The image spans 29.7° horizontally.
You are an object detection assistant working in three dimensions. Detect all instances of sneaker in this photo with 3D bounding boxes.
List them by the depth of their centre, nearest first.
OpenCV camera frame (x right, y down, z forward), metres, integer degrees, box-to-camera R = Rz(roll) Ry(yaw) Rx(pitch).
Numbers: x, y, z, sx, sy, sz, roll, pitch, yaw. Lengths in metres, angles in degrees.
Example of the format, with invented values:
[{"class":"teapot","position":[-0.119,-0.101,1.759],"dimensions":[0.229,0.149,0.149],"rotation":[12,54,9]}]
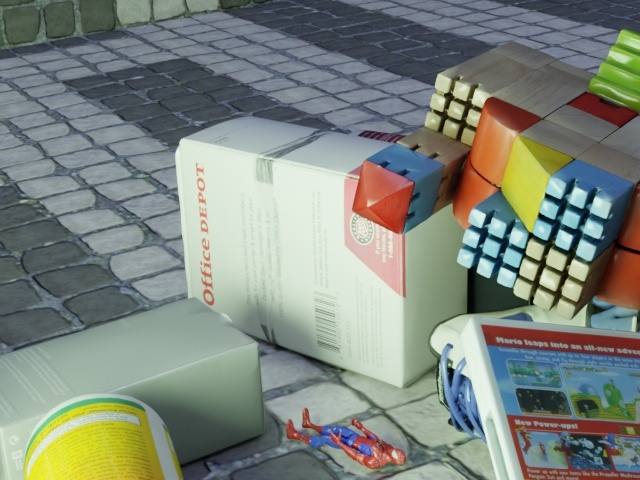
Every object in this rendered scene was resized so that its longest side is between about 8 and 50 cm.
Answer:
[{"class":"sneaker","position":[0.168,0.143,0.986],"dimensions":[0.182,0.128,0.315],"rotation":[-5,24,26]}]

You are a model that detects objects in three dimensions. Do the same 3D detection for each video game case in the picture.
[{"class":"video game case","position":[0.214,0.175,0.785],"dimensions":[0.204,0.025,0.285],"rotation":[6,46,-18]}]

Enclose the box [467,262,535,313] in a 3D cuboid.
[{"class":"box","position":[0.226,-0.029,1.276],"dimensions":[0.103,0.184,0.261],"rotation":[8,25,30]}]

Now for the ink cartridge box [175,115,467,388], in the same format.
[{"class":"ink cartridge box","position":[0.000,0.000,1.208],"dimensions":[0.283,0.207,0.117],"rotation":[16,28,37]}]

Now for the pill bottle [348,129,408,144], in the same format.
[{"class":"pill bottle","position":[0.084,-0.071,1.477],"dimensions":[0.221,0.121,0.121],"rotation":[11,27,30]}]

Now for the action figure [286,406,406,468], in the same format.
[{"class":"action figure","position":[0.024,0.171,1.035],"dimensions":[0.115,0.030,0.038],"rotation":[15,24,33]}]

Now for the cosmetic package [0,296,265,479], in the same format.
[{"class":"cosmetic package","position":[-0.179,0.140,1.045],"dimensions":[0.237,0.107,0.127],"rotation":[-13,24,-28]}]

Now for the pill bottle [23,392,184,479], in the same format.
[{"class":"pill bottle","position":[-0.149,0.205,0.863],"dimensions":[0.117,0.118,0.208],"rotation":[-9,24,-13]}]

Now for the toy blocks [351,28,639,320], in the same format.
[{"class":"toy blocks","position":[0.208,-0.037,0.946],"dimensions":[0.381,0.191,0.261],"rotation":[27,32,23]}]
